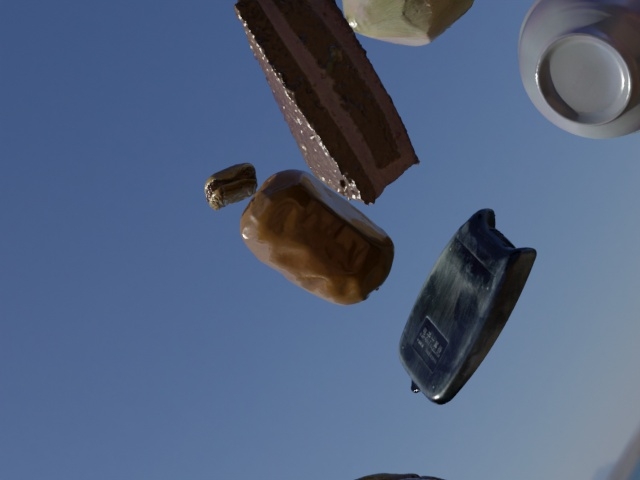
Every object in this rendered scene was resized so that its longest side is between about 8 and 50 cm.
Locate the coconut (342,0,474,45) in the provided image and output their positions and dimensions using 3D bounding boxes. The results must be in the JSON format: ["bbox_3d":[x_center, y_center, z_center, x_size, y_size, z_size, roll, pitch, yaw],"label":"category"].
[{"bbox_3d":[0.102,-0.328,1.661,0.183,0.171,0.171,-37,-21,-11],"label":"coconut"}]

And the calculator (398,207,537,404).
[{"bbox_3d":[0.187,0.095,1.761,0.040,0.177,0.268,16,-72,-29],"label":"calculator"}]

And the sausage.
[{"bbox_3d":[0.000,-0.001,1.845,0.136,0.241,0.120,-50,23,21],"label":"sausage"}]

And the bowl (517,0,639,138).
[{"bbox_3d":[0.440,-0.282,2.081,0.144,0.287,0.287,-46,-21,-49],"label":"bowl"}]

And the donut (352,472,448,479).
[{"bbox_3d":[0.135,0.520,1.748,0.449,0.449,0.198,-52,-15,-24],"label":"donut"}]

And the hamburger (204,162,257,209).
[{"bbox_3d":[-0.131,-0.081,1.910,0.083,0.044,0.076,-19,-16,-18],"label":"hamburger"}]

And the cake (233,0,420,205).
[{"bbox_3d":[0.000,-0.185,1.552,0.116,0.295,0.113,-31,10,-19],"label":"cake"}]
